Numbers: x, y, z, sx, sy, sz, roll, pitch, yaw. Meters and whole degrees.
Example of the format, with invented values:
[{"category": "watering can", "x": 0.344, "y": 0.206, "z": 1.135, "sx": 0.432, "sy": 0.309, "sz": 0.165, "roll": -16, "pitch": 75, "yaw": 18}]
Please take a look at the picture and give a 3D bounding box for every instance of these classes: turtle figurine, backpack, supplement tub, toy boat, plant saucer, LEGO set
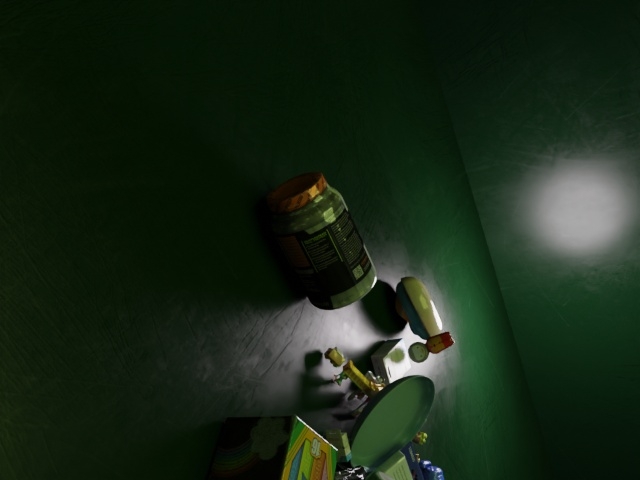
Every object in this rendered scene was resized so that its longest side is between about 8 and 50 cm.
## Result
[{"category": "turtle figurine", "x": 0.269, "y": 0.594, "z": 1.778, "sx": 0.217, "sy": 0.087, "sz": 0.269, "roll": 29, "pitch": 49, "yaw": -61}, {"category": "backpack", "x": 0.317, "y": 0.729, "z": 1.771, "sx": 0.098, "sy": 0.120, "sz": 0.101, "roll": 15, "pitch": 66, "yaw": -57}, {"category": "supplement tub", "x": 0.000, "y": 0.000, "z": 1.439, "sx": 0.315, "sy": 0.194, "sz": 0.193, "roll": 64, "pitch": 32, "yaw": -23}, {"category": "toy boat", "x": 0.327, "y": 0.270, "z": 1.929, "sx": 0.267, "sy": 0.148, "sz": 0.318, "roll": 59, "pitch": 8, "yaw": -32}, {"category": "plant saucer", "x": 0.188, "y": 0.489, "z": 1.566, "sx": 0.318, "sy": 0.044, "sz": 0.317, "roll": -24, "pitch": 132, "yaw": -30}, {"category": "LEGO set", "x": 0.093, "y": 0.405, "z": 1.574, "sx": 0.287, "sy": 0.107, "sz": 0.132, "roll": 39, "pitch": 12, "yaw": -42}]

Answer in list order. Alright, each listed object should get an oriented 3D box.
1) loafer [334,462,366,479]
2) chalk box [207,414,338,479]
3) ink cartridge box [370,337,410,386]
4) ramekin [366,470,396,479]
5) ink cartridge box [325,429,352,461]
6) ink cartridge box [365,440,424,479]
[{"category": "loafer", "x": 0.047, "y": 0.578, "z": 1.408, "sx": 0.223, "sy": 0.076, "sz": 0.078, "roll": 14, "pitch": 45, "yaw": -61}, {"category": "chalk box", "x": -0.103, "y": 0.501, "z": 1.079, "sx": 0.179, "sy": 0.180, "sz": 0.288, "roll": 51, "pitch": 40, "yaw": -38}, {"category": "ink cartridge box", "x": 0.213, "y": 0.384, "z": 1.789, "sx": 0.181, "sy": 0.062, "sz": 0.104, "roll": -23, "pitch": 98, "yaw": -61}, {"category": "ramekin", "x": 0.196, "y": 0.692, "z": 1.366, "sx": 0.148, "sy": 0.303, "sz": 0.303, "roll": -52, "pitch": 133, "yaw": -8}, {"category": "ink cartridge box", "x": 0.045, "y": 0.515, "z": 1.458, "sx": 0.028, "sy": 0.048, "sz": 0.083, "roll": -12, "pitch": 90, "yaw": -61}, {"category": "ink cartridge box", "x": 0.220, "y": 0.711, "z": 1.594, "sx": 0.224, "sy": 0.045, "sz": 0.223, "roll": -27, "pitch": 104, "yaw": -32}]
